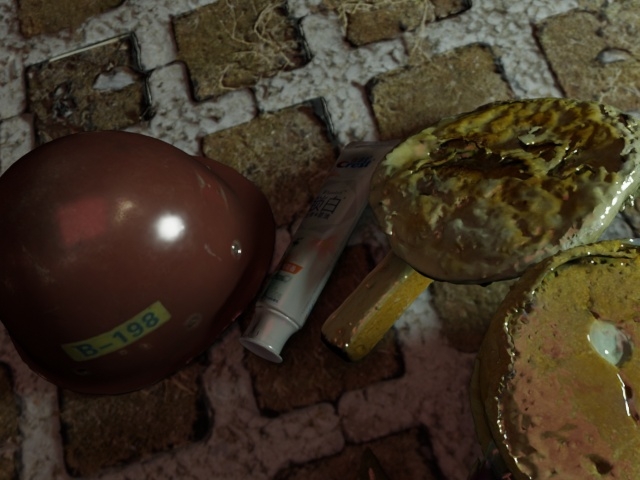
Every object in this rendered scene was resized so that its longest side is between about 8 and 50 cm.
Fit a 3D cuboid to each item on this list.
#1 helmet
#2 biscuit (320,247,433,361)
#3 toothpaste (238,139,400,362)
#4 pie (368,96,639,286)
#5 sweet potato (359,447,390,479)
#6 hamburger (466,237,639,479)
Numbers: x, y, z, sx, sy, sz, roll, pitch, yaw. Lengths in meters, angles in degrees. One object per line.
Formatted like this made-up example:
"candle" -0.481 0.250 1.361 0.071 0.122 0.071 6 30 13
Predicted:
"helmet" -0.268 -0.011 1.037 0.385 0.230 0.337 -20 60 4
"biscuit" 0.077 0.063 1.017 0.188 0.052 0.056 -45 46 -12
"toothpaste" 0.000 0.000 1.060 0.100 0.066 0.323 3 57 48
"pie" 0.220 -0.076 0.981 0.339 0.077 0.339 -15 38 12
"sweet potato" 0.068 0.301 0.905 0.041 0.038 0.153 -18 67 29
"hamburger" 0.285 0.153 0.825 0.277 0.195 0.318 22 76 17
